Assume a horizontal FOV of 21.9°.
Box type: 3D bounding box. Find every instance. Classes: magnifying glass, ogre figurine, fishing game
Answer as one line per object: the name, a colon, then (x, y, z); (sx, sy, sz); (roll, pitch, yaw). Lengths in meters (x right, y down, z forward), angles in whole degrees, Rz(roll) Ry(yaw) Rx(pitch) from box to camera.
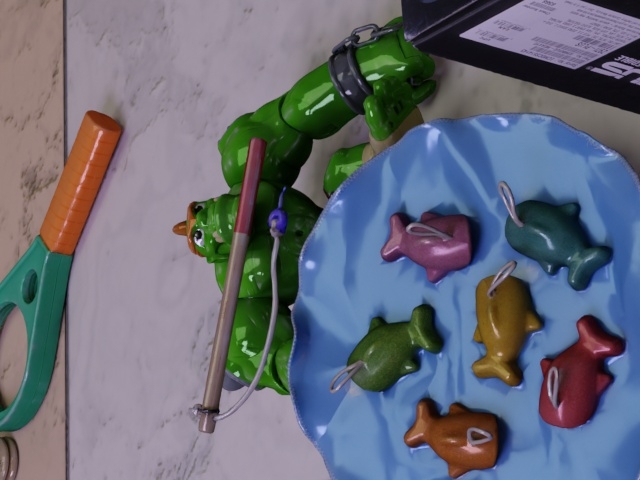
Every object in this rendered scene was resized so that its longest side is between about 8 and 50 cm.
magnifying glass: (-0.182, 0.023, 1.076); (0.092, 0.026, 0.231); (49, 119, 47)
ogre figurine: (0.000, 0.000, 0.786); (0.118, 0.097, 0.197); (-12, 87, 33)
fishing game: (0.058, 0.038, 0.669); (0.264, 0.041, 0.189); (9, 87, 32)

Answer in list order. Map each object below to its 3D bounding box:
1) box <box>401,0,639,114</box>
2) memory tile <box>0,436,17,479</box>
box: (0.115, -0.128, 0.579); (0.077, 0.180, 0.147); (-23, 64, 49)
memory tile: (-0.241, 0.206, 1.121); (0.113, 0.012, 0.148); (-8, 76, 53)
